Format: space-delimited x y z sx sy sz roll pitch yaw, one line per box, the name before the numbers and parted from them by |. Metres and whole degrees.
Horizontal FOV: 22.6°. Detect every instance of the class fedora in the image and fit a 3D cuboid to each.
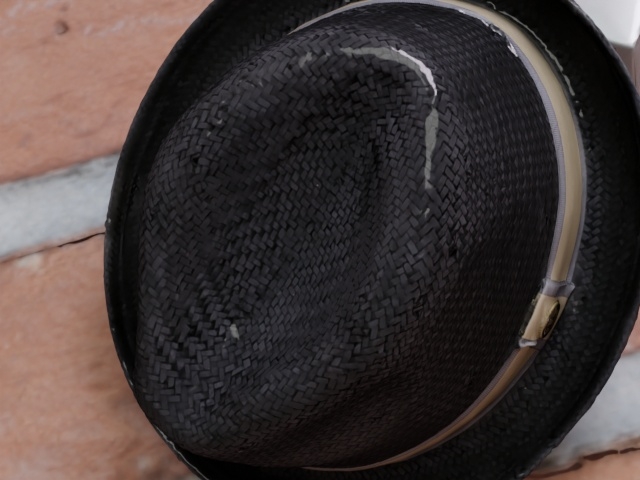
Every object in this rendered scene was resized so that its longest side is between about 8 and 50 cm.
fedora | 0.000 0.000 0.802 0.334 0.152 0.334 1 93 22

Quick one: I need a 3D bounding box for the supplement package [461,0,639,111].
supplement package | 0.121 -0.174 0.944 0.203 0.149 0.194 18 68 20
